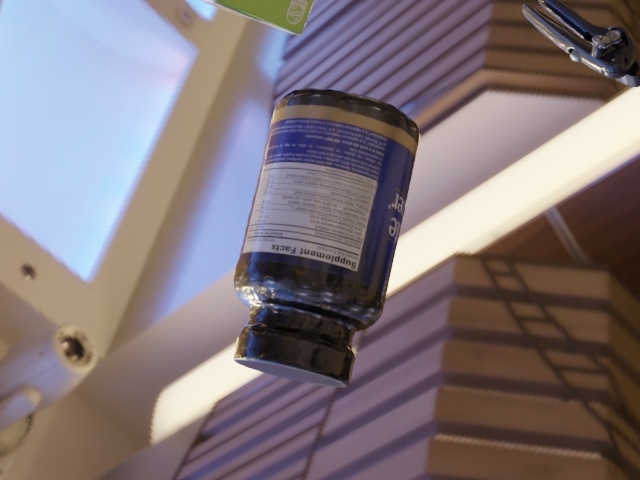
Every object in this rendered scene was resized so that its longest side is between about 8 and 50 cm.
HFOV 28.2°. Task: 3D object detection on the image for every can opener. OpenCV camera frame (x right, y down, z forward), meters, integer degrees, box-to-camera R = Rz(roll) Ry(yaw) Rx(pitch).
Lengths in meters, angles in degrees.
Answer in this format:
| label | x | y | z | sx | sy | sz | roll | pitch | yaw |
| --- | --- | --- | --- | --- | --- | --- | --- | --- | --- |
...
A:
| label | x | y | z | sx | sy | sz | roll | pitch | yaw |
| --- | --- | --- | --- | --- | --- | --- | --- | --- | --- |
| can opener | 0.299 | -0.236 | 1.482 | 0.186 | 0.059 | 0.073 | 44 | 158 | 39 |

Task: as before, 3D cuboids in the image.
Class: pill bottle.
| label | x | y | z | sx | sy | sz | roll | pitch | yaw |
| --- | --- | --- | --- | --- | --- | --- | --- | --- | --- |
| pill bottle | 0.000 | 0.000 | 1.014 | 0.123 | 0.123 | 0.219 | 22 | -105 | -40 |

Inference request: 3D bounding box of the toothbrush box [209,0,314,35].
| label | x | y | z | sx | sy | sz | roll | pitch | yaw |
| --- | --- | --- | --- | --- | --- | --- | --- | --- | --- |
| toothbrush box | -0.072 | -0.369 | 1.244 | 0.122 | 0.283 | 0.206 | 15 | -170 | -45 |
